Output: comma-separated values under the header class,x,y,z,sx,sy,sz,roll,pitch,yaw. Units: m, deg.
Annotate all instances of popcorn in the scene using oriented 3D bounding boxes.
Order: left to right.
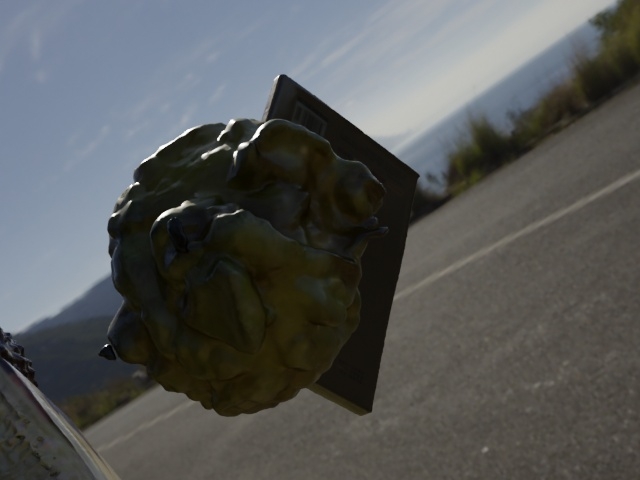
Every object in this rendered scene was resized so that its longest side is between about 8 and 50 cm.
class,x,y,z,sx,sy,sz,roll,pitch,yaw
popcorn,-0.060,0.013,0.701,0.170,0.218,0.189,-1,-20,-45

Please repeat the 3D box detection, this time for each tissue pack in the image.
class,x,y,z,sx,sy,sz,roll,pitch,yaw
tissue pack,-0.262,0.271,0.986,0.125,0.242,0.343,-38,-21,-17

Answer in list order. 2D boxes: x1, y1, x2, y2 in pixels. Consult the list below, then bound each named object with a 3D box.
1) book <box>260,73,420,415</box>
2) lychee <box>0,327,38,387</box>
class,x,y,z,sx,sy,sz,roll,pitch,yaw
book,0.000,0.000,1.024,0.021,0.217,0.310,-24,42,46
lychee,-0.533,0.218,1.330,0.276,0.304,0.276,-37,3,2
